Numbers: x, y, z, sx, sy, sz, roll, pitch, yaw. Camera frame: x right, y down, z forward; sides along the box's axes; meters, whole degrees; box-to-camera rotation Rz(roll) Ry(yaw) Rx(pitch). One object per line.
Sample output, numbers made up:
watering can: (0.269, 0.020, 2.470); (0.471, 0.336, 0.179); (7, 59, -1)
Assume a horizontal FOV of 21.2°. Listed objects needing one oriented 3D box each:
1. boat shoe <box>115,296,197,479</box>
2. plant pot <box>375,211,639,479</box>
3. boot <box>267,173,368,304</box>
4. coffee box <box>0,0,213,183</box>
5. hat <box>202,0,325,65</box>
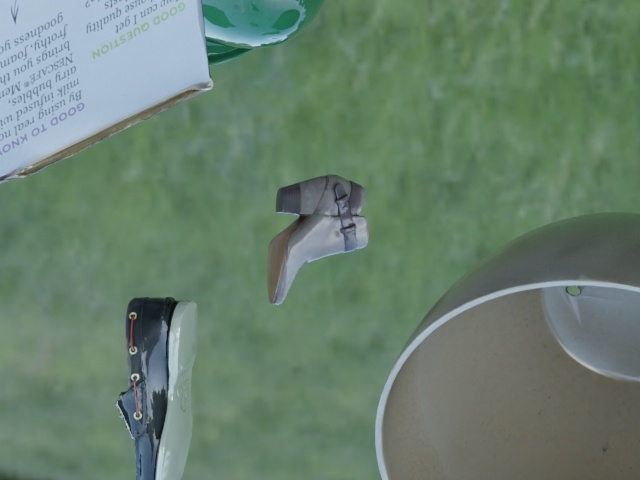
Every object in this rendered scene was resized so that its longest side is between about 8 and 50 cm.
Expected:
boat shoe: (-0.102, 0.099, 1.049); (0.042, 0.133, 0.049); (5, -172, 13)
plant pot: (0.195, 0.090, 1.118); (0.284, 0.284, 0.191); (-8, -149, 24)
boot: (0.000, 0.000, 1.521); (0.087, 0.118, 0.042); (3, -170, -25)
coffee box: (-0.115, -0.146, 0.405); (0.098, 0.246, 0.141); (-29, -137, -29)
hat: (-0.008, -0.145, 1.029); (0.208, 0.173, 0.183); (-15, -140, -39)
